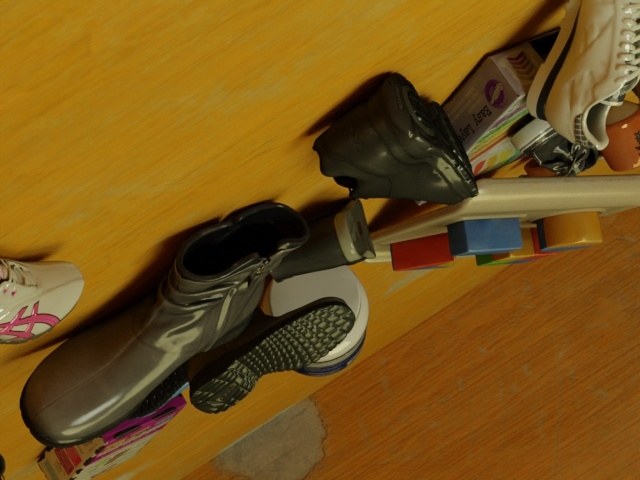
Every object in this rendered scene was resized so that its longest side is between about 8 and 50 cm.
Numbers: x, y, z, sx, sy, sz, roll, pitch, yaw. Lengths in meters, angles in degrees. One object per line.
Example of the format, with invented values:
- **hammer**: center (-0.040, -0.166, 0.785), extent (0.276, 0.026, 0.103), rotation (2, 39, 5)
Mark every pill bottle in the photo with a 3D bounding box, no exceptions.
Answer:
- **pill bottle**: center (-0.006, 0.108, 1.600), extent (0.153, 0.153, 0.264), rotation (-31, 167, -7)

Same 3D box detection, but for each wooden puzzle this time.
- **wooden puzzle**: center (0.264, -0.009, 1.625), extent (0.322, 0.080, 0.348), rotation (-3, 167, -26)

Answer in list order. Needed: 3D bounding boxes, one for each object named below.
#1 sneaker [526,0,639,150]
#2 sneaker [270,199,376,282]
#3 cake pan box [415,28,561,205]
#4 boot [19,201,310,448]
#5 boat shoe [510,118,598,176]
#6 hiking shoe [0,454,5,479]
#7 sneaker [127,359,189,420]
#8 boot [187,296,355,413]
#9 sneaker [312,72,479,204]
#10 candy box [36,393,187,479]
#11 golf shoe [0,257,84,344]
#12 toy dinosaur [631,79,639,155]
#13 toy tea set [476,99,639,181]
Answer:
- **sneaker**: center (0.305, -0.211, 1.160), extent (0.090, 0.095, 0.235), rotation (-14, 133, -37)
- **sneaker**: center (0.000, 0.000, 1.427), extent (0.118, 0.083, 0.222), rotation (-16, 178, 11)
- **cake pan box**: center (0.246, -0.168, 1.370), extent (0.246, 0.070, 0.267), rotation (-27, 166, -35)
- **boot**: center (-0.176, 0.077, 1.214), extent (0.338, 0.118, 0.222), rotation (-37, 170, -36)
- **boat shoe**: center (0.303, -0.114, 1.383), extent (0.080, 0.076, 0.228), rotation (-37, 167, 17)
- **hiking shoe**: center (-0.457, 0.333, 1.439), extent (0.132, 0.113, 0.304), rotation (-31, 167, -5)
- **sneaker**: center (-0.218, 0.197, 1.615), extent (0.209, 0.069, 0.082), rotation (-35, 171, 11)
- **boot**: center (-0.083, 0.101, 1.425), extent (0.246, 0.161, 0.083), rotation (-30, 132, 12)
- **sneaker**: center (0.082, -0.092, 1.201), extent (0.130, 0.109, 0.286), rotation (-28, 157, 18)
- **candy box**: center (-0.330, 0.303, 1.734), extent (0.159, 0.071, 0.233), rotation (-22, 163, -42)
- **golf shoe**: center (-0.268, 0.048, 0.922), extent (0.186, 0.067, 0.086), rotation (-18, 160, -48)
- **toy dinosaur**: center (0.496, -0.209, 1.517), extent (0.296, 0.200, 0.127), rotation (-26, 166, -29)
- **toy tea set**: center (0.394, -0.140, 1.824), extent (0.336, 0.124, 0.200), rotation (-32, -163, -19)
